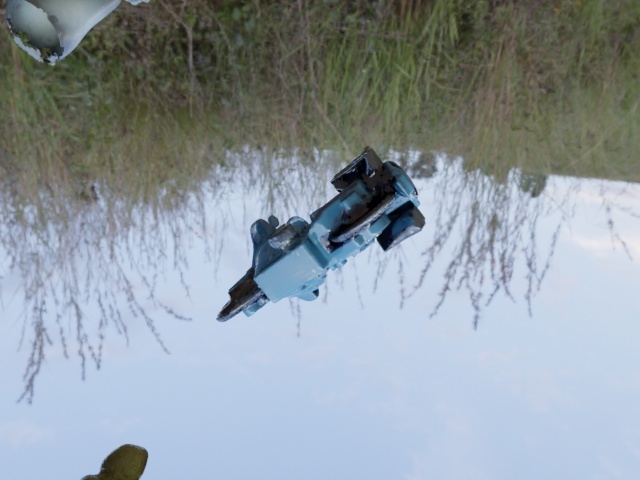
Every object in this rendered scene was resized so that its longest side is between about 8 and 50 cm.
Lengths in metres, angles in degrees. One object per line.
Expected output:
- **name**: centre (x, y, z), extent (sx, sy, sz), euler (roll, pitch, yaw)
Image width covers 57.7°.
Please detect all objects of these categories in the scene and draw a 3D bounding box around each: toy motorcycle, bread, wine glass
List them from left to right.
- **wine glass**: centre (-0.248, -0.252, 0.612), extent (0.072, 0.072, 0.155), euler (16, -132, 18)
- **bread**: centre (-0.370, 0.428, 1.036), extent (0.149, 0.065, 0.188), euler (-46, -154, -27)
- **toy motorcycle**: centre (0.000, 0.000, 0.663), extent (0.123, 0.272, 0.182), euler (52, -151, -7)
